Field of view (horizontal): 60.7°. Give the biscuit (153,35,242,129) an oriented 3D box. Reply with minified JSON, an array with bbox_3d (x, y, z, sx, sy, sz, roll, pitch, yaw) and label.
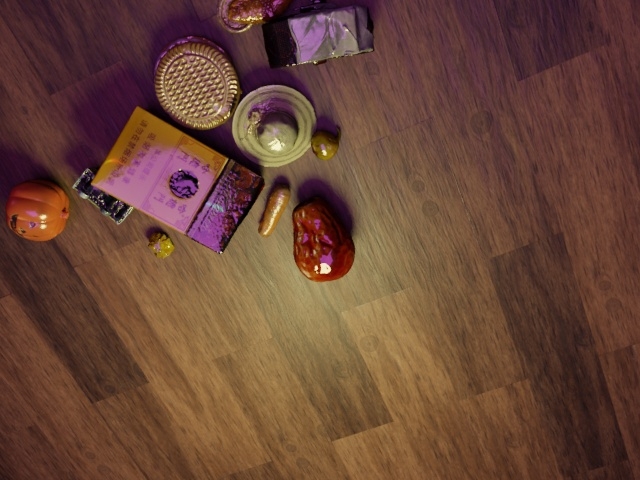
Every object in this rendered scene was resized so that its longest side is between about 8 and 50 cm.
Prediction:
[{"bbox_3d":[-0.347,-0.441,1.535,0.260,0.079,0.258,0,112,1],"label":"biscuit"}]

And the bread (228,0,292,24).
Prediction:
[{"bbox_3d":[-0.137,-0.639,1.447,0.233,0.076,0.104,-28,100,8],"label":"bread"}]

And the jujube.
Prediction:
[{"bbox_3d":[0.000,0.000,1.660,0.190,0.190,0.255,-19,103,9],"label":"jujube"}]

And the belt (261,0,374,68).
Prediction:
[{"bbox_3d":[-0.006,-0.546,1.430,0.290,0.184,0.163,-9,107,0],"label":"belt"}]

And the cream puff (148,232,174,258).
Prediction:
[{"bbox_3d":[-0.510,0.016,1.739,0.083,0.058,0.083,11,111,-5],"label":"cream puff"}]

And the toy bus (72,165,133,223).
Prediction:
[{"bbox_3d":[-0.643,-0.139,1.656,0.175,0.101,0.088,41,102,-9],"label":"toy bus"}]

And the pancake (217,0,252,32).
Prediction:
[{"bbox_3d":[-0.230,-0.626,1.493,0.115,0.011,0.114,1,110,2],"label":"pancake"}]

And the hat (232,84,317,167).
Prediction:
[{"bbox_3d":[-0.124,-0.302,1.544,0.252,0.110,0.251,-4,121,-8],"label":"hat"}]

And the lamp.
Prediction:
[{"bbox_3d":[-0.838,-0.090,1.640,0.164,0.187,0.187,10,112,-2],"label":"lamp"}]

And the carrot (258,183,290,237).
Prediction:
[{"bbox_3d":[-0.144,-0.089,1.686,0.060,0.060,0.186,22,112,-7],"label":"carrot"}]

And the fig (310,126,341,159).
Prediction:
[{"bbox_3d":[0.022,-0.281,1.597,0.098,0.082,0.084,-21,76,-6],"label":"fig"}]

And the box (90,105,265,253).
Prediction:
[{"bbox_3d":[-0.400,-0.169,1.585,0.416,0.116,0.264,31,88,-11],"label":"box"}]
